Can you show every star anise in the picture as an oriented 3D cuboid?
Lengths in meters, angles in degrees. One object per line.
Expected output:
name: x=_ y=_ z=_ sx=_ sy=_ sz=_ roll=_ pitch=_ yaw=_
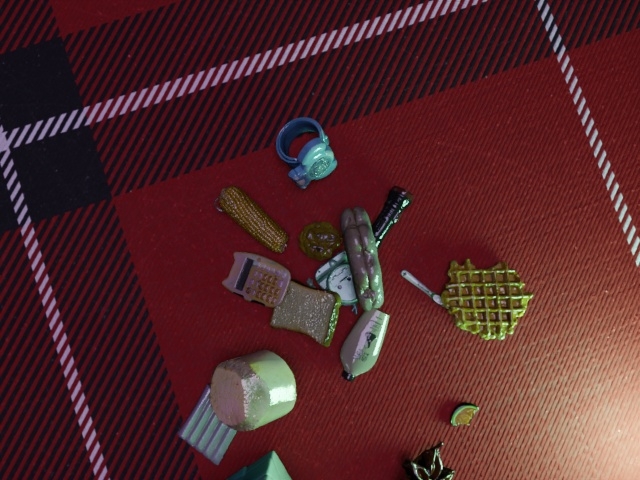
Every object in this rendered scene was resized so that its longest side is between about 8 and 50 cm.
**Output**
star anise: x=0.333 y=0.789 z=1.616 sx=0.220 sy=0.126 sz=0.190 roll=-14 pitch=85 yaw=-32

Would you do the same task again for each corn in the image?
corn: x=-0.226 y=-0.069 z=1.667 sx=0.293 sy=0.106 sz=0.106 roll=42 pitch=85 yaw=0

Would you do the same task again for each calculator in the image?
calculator: x=-0.206 y=0.133 z=1.657 sx=0.236 sy=0.033 sz=0.157 roll=20 pitch=84 yaw=19

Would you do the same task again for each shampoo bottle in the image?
shampoo bottle: x=0.143 y=0.351 z=1.660 sx=0.127 sy=0.078 sz=0.257 roll=25 pitch=88 yaw=-10

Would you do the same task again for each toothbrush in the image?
toothbrush: x=0.401 y=0.199 z=1.710 sx=0.304 sy=0.030 sz=0.030 roll=38 pitch=85 yaw=1

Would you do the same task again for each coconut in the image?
coconut: x=-0.204 y=0.466 z=1.563 sx=0.239 sy=0.244 sz=0.239 roll=0 pitch=90 yaw=37

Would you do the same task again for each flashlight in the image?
flashlight: x=0.228 y=-0.073 z=1.695 sx=0.093 sy=0.093 sz=0.232 roll=31 pitch=87 yaw=0

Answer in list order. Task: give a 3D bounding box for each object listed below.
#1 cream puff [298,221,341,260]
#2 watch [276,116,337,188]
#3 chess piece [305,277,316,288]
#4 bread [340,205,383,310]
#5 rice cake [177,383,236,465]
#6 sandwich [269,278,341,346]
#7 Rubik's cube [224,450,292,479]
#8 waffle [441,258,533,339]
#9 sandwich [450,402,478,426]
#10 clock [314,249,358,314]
cream puff: x=0.000 y=0.000 z=1.666 sx=0.146 sy=0.116 sz=0.146 roll=0 pitch=87 yaw=-6
watch: x=-0.060 y=-0.306 z=1.670 sx=0.211 sy=0.211 sz=0.193 roll=-34 pitch=67 yaw=-5
chess piece: x=-0.026 y=0.172 z=1.689 sx=0.042 sy=0.042 sz=0.093 roll=-17 pitch=79 yaw=-4
bread: x=0.133 y=0.055 z=1.571 sx=0.102 sy=0.183 sz=0.337 roll=-12 pitch=85 yaw=4
rice cake: x=-0.357 y=0.609 z=1.636 sx=0.189 sy=0.037 sz=0.198 roll=37 pitch=85 yaw=0
sandwich: x=-0.049 y=0.234 z=1.632 sx=0.214 sy=0.065 sz=0.186 roll=12 pitch=84 yaw=22
Rubik's cube: x=-0.199 y=0.892 z=1.480 sx=0.316 sy=0.322 sz=0.319 roll=-33 pitch=86 yaw=-4
waffle: x=0.567 y=0.188 z=1.690 sx=0.301 sy=0.058 sz=0.281 roll=23 pitch=77 yaw=-1
sandwich: x=0.485 y=0.594 z=1.684 sx=0.069 sy=0.026 sz=0.101 roll=31 pitch=88 yaw=-4
clock: x=0.093 y=0.147 z=1.682 sx=0.159 sy=0.066 sz=0.211 roll=-39 pitch=89 yaw=-4
